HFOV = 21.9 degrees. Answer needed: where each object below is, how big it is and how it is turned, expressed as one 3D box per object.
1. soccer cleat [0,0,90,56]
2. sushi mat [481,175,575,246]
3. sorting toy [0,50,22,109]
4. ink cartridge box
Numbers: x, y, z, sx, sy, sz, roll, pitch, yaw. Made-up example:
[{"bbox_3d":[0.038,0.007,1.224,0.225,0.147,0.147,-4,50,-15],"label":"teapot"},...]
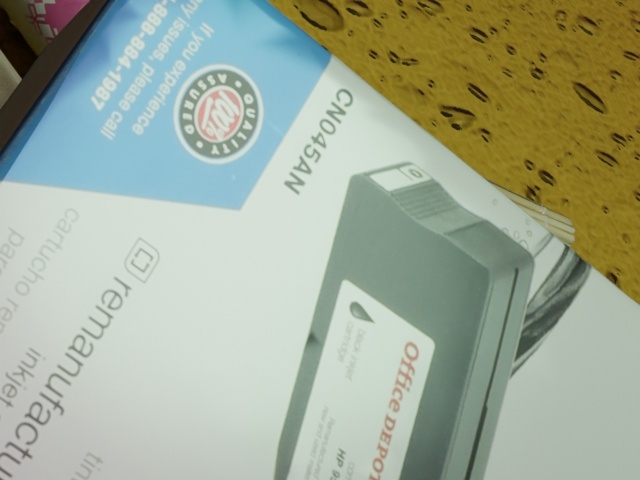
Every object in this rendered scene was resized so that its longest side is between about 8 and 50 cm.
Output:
[{"bbox_3d":[-0.191,-0.205,0.947,0.143,0.116,0.331,-17,85,-2],"label":"soccer cleat"},{"bbox_3d":[0.000,0.000,0.947,0.316,0.019,0.151,23,88,-27],"label":"sushi mat"},{"bbox_3d":[-0.248,-0.067,0.822,0.196,0.047,0.348,-31,82,-44],"label":"sorting toy"},{"bbox_3d":[-0.011,0.104,0.747,0.395,0.166,0.285,37,63,-15],"label":"ink cartridge box"}]
